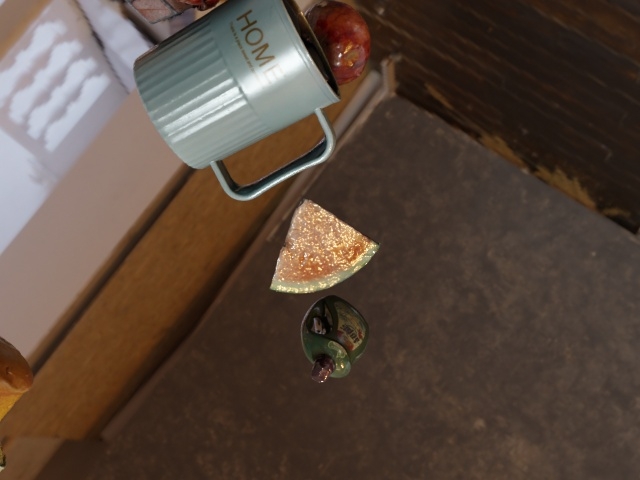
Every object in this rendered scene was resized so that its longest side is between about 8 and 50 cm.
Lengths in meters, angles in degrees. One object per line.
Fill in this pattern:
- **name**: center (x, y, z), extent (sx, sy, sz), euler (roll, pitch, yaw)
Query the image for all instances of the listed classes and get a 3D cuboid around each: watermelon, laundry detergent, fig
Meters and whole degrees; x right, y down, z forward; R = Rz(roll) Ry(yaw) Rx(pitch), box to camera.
- **watermelon**: center (0.005, 0.023, 1.564), extent (0.207, 0.136, 0.202), euler (-10, 155, 9)
- **laundry detergent**: center (0.017, 0.204, 1.700), extent (0.144, 0.078, 0.222), euler (44, -149, -3)
- **fig**: center (0.030, -0.520, 2.241), extent (0.224, 0.224, 0.263), euler (42, -156, -29)

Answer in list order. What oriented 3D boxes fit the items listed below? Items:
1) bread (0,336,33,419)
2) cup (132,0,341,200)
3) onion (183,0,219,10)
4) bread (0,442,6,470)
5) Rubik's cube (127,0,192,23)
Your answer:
- **bread**: center (-0.547, 0.185, 1.214), extent (0.195, 0.143, 0.269), euler (33, -179, 39)
- **cup**: center (-0.141, -0.282, 1.596), extent (0.331, 0.311, 0.257), euler (56, -166, -35)
- **onion**: center (-0.244, -0.497, 1.517), extent (0.183, 0.147, 0.184), euler (25, 177, 1)
- **bread**: center (-0.701, 0.370, 1.668), extent (0.232, 0.088, 0.128), euler (58, -170, 27)
- **Rubik's cube**: center (-0.318, -0.728, 1.791), extent (0.344, 0.337, 0.344), euler (-12, 145, 29)
